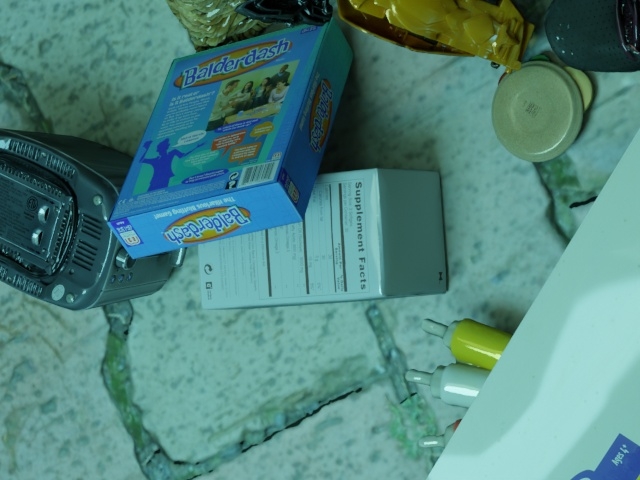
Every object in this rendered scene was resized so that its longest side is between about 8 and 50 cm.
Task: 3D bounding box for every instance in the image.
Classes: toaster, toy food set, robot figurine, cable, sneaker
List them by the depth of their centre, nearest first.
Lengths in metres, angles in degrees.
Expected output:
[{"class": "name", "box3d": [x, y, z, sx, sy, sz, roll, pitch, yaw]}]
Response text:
[{"class": "sneaker", "box3d": [0.252, -0.173, 1.386, 0.281, 0.162, 0.106, -17, 99, 39]}, {"class": "robot figurine", "box3d": [0.043, -0.245, 1.483, 0.291, 0.085, 0.211, 21, 102, -13]}, {"class": "cable", "box3d": [0.202, 0.132, 1.499, 0.287, 0.072, 0.139, 1, 91, 32]}, {"class": "toy food set", "box3d": [0.171, -0.104, 1.543, 0.083, 0.020, 0.083, 23, 104, 30]}, {"class": "toaster", "box3d": [-0.226, -0.024, 1.724, 0.227, 0.146, 0.129, 23, 103, 29]}]

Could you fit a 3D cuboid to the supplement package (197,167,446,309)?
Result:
[{"class": "supplement package", "box3d": [0.000, 0.000, 1.605, 0.179, 0.105, 0.105, -5, 87, 32]}]

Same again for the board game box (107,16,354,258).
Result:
[{"class": "board game box", "box3d": [-0.070, -0.085, 1.595, 0.160, 0.210, 0.047, -12, 130, 27]}]

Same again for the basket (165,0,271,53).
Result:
[{"class": "basket", "box3d": [-0.086, -0.347, 1.658, 0.213, 0.223, 0.299, -29, 73, -4]}]

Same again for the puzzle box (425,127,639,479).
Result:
[{"class": "puzzle box", "box3d": [0.267, 0.121, 1.429, 0.272, 0.052, 0.409, 34, 110, 11]}]
